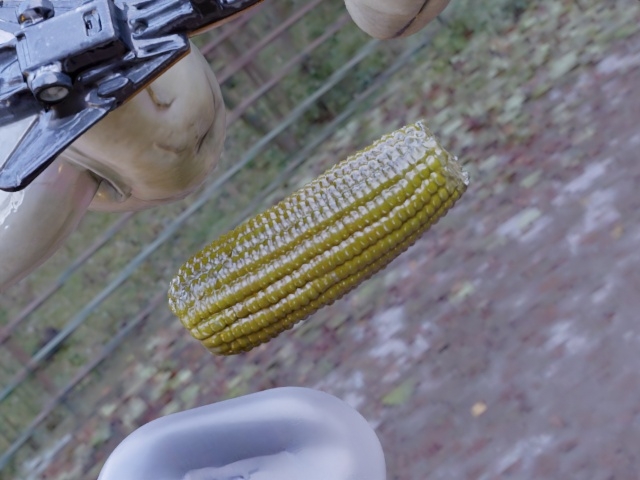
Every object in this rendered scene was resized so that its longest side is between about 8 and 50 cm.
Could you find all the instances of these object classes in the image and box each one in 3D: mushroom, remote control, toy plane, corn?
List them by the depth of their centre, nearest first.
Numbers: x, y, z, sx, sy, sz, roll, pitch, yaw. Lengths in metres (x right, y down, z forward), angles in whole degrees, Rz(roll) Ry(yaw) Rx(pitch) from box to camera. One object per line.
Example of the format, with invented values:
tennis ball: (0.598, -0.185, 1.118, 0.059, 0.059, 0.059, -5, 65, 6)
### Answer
toy plane: (-0.183, -0.182, 1.199, 0.316, 0.204, 0.103, -22, -21, 17)
corn: (0.000, 0.000, 1.427, 0.344, 0.131, 0.131, -34, 20, 8)
mushroom: (-0.287, -0.133, 1.434, 0.356, 0.315, 0.315, -24, 21, 3)
remote control: (-0.090, 0.276, 1.491, 0.332, 0.103, 0.221, -12, 52, -8)

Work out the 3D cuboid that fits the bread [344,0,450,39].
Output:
bread: (0.052, -0.188, 0.653, 0.053, 0.073, 0.214, -79, -1, -53)
